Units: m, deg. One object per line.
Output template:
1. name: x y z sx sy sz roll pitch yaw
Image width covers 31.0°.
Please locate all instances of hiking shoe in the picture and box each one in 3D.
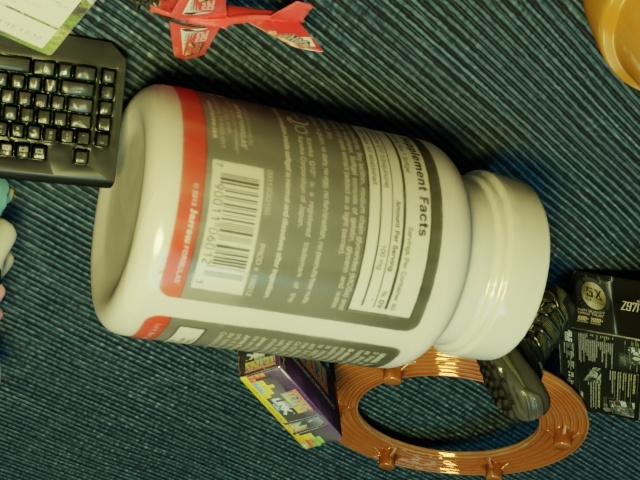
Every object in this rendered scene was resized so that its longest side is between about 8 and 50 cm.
1. hiking shoe: 0.204 0.084 1.147 0.114 0.227 0.086 -16 125 2

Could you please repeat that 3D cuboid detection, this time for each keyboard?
1. keyboard: -0.318 -0.076 0.898 0.317 0.033 0.202 5 98 -16

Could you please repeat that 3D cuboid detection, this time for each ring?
1. ring: 0.152 0.220 1.390 0.336 0.032 0.337 6 147 4

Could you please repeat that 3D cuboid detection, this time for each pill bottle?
1. pill bottle: 0.000 0.000 1.003 0.362 0.210 0.210 10 138 -22

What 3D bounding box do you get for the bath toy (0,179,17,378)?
1. bath toy: -0.376 0.060 1.078 0.151 0.129 0.348 28 139 9

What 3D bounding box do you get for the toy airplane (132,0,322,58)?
1. toy airplane: -0.070 -0.173 0.890 0.151 0.028 0.151 7 166 2

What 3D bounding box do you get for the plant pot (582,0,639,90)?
1. plant pot: 0.325 -0.152 0.886 0.205 0.188 0.205 -5 142 -4

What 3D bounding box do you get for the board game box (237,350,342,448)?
1. board game box: -0.033 0.116 1.200 0.048 0.141 0.170 -18 142 13

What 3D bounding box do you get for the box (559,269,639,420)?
1. box: 0.347 0.124 1.287 0.147 0.078 0.180 10 146 21

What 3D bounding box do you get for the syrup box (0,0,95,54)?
1. syrup box: -0.160 -0.241 0.759 0.093 0.096 0.237 21 133 -35
